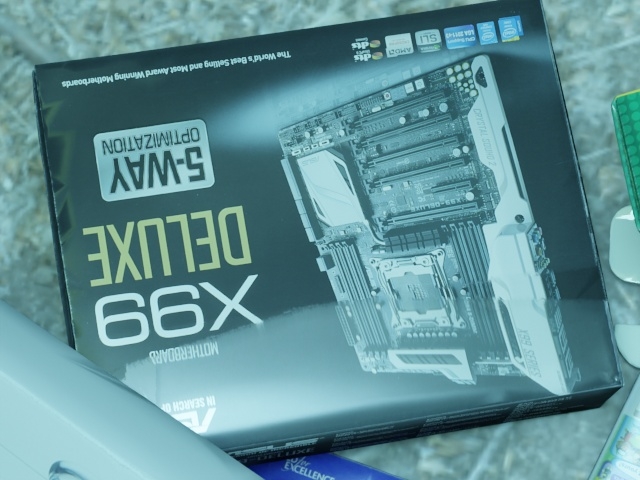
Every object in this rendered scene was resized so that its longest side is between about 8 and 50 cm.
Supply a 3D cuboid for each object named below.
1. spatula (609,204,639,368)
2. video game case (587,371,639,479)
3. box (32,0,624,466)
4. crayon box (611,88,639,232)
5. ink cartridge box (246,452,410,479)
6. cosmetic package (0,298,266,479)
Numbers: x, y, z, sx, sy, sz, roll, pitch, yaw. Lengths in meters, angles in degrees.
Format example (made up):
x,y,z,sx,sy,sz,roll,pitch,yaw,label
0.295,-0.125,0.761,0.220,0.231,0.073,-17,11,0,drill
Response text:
x,y,z,sx,sy,sz,roll,pitch,yaw,label
0.289,0.061,1.112,0.242,0.019,0.168,1,77,11,spatula
0.261,0.157,1.082,0.212,0.023,0.193,26,88,12,video game case
0.000,0.000,1.115,0.307,0.076,0.242,-8,75,-6,box
0.310,-0.058,1.020,0.278,0.165,0.081,-15,75,16,crayon box
-0.030,0.305,1.100,0.176,0.069,0.371,18,79,14,ink cartridge box
-0.196,0.191,1.023,0.377,0.097,0.284,29,100,36,cosmetic package
